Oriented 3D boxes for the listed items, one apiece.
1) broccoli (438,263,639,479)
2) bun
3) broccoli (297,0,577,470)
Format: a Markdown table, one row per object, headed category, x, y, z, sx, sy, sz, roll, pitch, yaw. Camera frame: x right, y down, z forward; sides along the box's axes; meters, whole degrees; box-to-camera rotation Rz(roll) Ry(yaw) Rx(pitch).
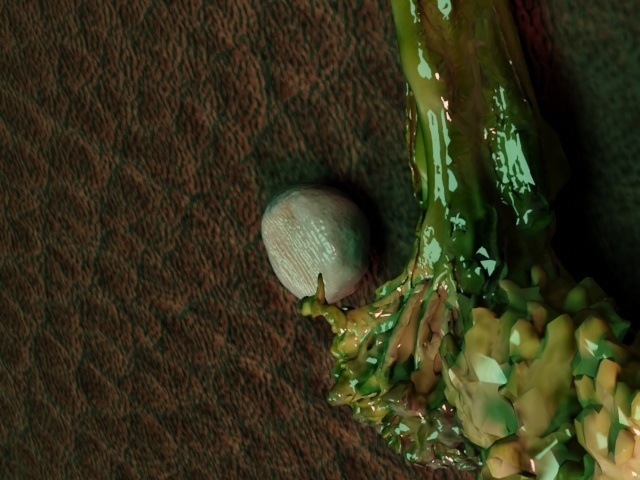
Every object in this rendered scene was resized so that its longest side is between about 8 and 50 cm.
| category | x | y | z | sx | sy | sz | roll | pitch | yaw |
| --- | --- | --- | --- | --- | --- | --- | --- | --- | --- |
| broccoli | 0.200 | 0.097 | 0.750 | 0.338 | 0.277 | 0.317 | 99 | 170 | -46 |
| bun | 0.000 | 0.000 | 1.160 | 0.083 | 0.045 | 0.083 | 36 | 139 | 39 |
| broccoli | 0.078 | -0.030 | 0.976 | 0.145 | 0.165 | 0.304 | -4 | 96 | 62 |
